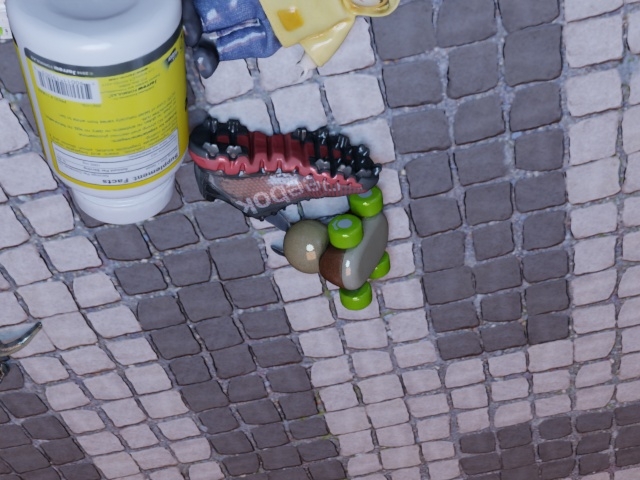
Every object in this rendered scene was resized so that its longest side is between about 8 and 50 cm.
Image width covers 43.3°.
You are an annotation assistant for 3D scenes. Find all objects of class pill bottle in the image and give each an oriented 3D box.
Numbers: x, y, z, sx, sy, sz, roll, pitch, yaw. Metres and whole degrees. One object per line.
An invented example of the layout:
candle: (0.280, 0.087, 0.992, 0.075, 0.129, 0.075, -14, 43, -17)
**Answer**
pill bottle: (-0.258, -0.174, 0.994, 0.188, 0.188, 0.334, 1, 144, -6)

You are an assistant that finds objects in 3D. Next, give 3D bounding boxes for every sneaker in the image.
sneaker: (-0.054, -0.092, 1.164, 0.276, 0.097, 0.135, 5, 131, -7)

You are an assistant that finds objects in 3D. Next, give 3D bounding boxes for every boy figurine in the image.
boy figurine: (-0.025, -0.284, 1.000, 0.285, 0.092, 0.177, -12, 129, 10)

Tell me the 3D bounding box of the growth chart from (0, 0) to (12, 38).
growth chart: (-0.357, -0.317, 0.987, 0.237, 0.021, 0.172, -9, 131, 2)

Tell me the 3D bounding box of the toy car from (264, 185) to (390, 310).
toy car: (0.000, 0.000, 1.259, 0.188, 0.149, 0.155, 11, 133, 24)

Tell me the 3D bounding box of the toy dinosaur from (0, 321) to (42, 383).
toy dinosaur: (-0.611, 0.212, 1.414, 0.268, 0.064, 0.118, -7, 125, -3)
